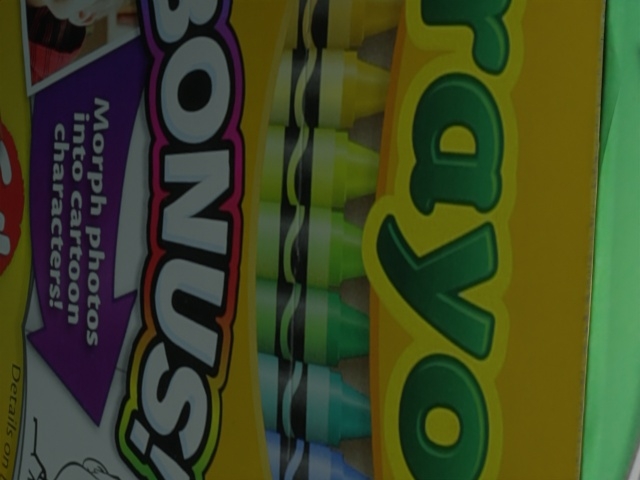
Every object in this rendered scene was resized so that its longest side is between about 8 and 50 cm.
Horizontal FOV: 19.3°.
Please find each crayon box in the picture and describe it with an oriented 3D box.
[{"bbox_3d":[0.000,0.000,0.553,0.106,0.363,0.313,-1,-175,-36],"label":"crayon box"}]
